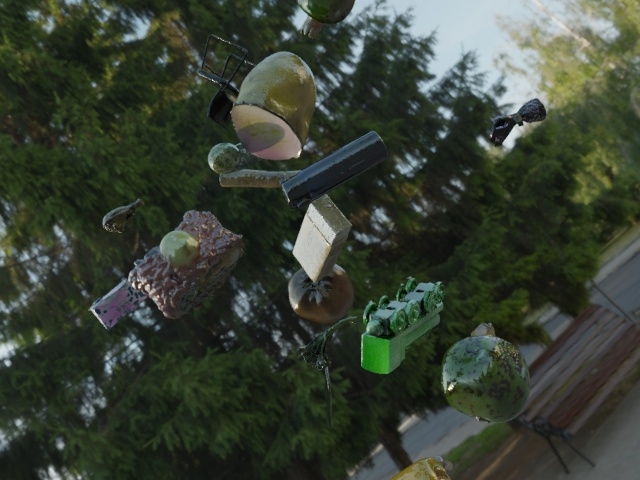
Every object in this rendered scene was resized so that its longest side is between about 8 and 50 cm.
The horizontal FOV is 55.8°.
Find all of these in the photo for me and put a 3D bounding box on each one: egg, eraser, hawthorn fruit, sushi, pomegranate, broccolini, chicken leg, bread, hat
[{"bbox_3d":[-0.260,-0.226,1.653,0.085,0.085,0.110,-53,0,34],"label":"egg"},{"bbox_3d":[0.000,0.000,1.961,0.078,0.144,0.343,-30,-18,-25],"label":"eraser"},{"bbox_3d":[0.017,0.227,2.549,0.268,0.268,0.301,-43,-30,1],"label":"hawthorn fruit"},{"bbox_3d":[-0.322,0.049,1.472,0.270,0.171,0.236,-45,-10,-12],"label":"sushi"},{"bbox_3d":[0.004,-0.684,1.740,0.209,0.180,0.180,-61,-21,19],"label":"pomegranate"},{"bbox_3d":[0.062,0.354,2.093,0.272,0.123,0.062,-31,17,-4],"label":"broccolini"},{"bbox_3d":[-0.730,-0.090,2.249,0.178,0.093,0.070,-37,-6,2],"label":"chicken leg"},{"bbox_3d":[0.445,0.357,1.635,0.254,0.254,0.270,112,168,-57],"label":"pomegranate"},{"bbox_3d":[0.218,0.584,1.396,0.173,0.134,0.085,-42,-57,17],"label":"bread"},{"bbox_3d":[0.376,0.691,1.889,0.087,0.058,0.042,-4,-72,-37],"label":"hat"}]

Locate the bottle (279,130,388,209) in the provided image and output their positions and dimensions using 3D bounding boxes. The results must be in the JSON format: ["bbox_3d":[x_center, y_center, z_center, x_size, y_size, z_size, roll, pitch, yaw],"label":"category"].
[{"bbox_3d":[0.029,-0.148,1.307,0.244,0.082,0.072,-29,-22,-9],"label":"bottle"}]

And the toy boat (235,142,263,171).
[{"bbox_3d":[-0.206,-0.271,1.839,0.261,0.078,0.085,-29,23,-23],"label":"toy boat"}]

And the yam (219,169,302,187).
[{"bbox_3d":[-0.192,-0.206,2.011,0.066,0.300,0.066,2,-90,-77],"label":"yam"}]

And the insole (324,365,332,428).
[{"bbox_3d":[0.022,0.437,1.658,0.009,0.119,0.348,-8,-33,-4],"label":"insole"}]

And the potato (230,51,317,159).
[{"bbox_3d":[-0.116,-0.388,1.647,0.229,0.229,0.266,103,-175,-64],"label":"potato"}]

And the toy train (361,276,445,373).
[{"bbox_3d":[0.157,0.148,1.109,0.251,0.085,0.119,-18,-68,-53],"label":"toy train"}]

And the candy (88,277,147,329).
[{"bbox_3d":[-0.635,0.195,1.898,0.160,0.092,0.073,-44,16,-26],"label":"candy"}]

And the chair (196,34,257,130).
[{"bbox_3d":[-0.287,-0.454,1.769,0.221,0.145,0.140,-62,-22,2],"label":"chair"}]

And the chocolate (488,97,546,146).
[{"bbox_3d":[0.488,-0.296,1.509,0.147,0.072,0.070,-33,14,-6],"label":"chocolate"}]
